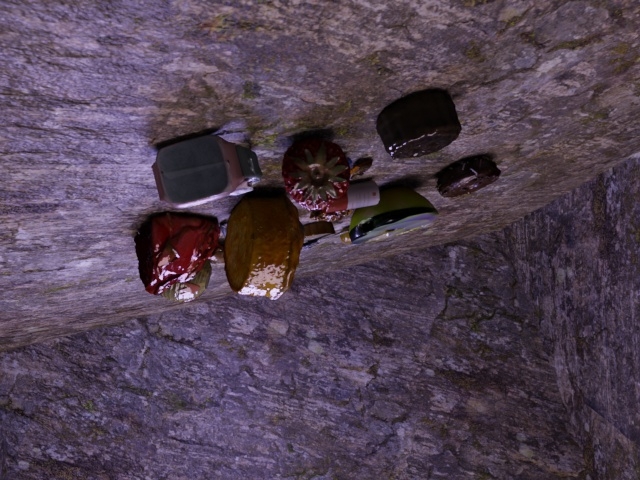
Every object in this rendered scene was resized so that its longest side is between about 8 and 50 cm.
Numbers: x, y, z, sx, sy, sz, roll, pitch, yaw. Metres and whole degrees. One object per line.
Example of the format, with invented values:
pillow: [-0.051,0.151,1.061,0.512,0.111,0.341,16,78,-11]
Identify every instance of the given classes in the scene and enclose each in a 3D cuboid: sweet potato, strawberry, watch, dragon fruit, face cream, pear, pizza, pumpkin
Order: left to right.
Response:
dragon fruit: [-0.472,0.043,1.769,0.329,0.228,0.286,-4,162,-35]
watch: [-0.282,-0.173,1.280,0.253,0.162,0.241,-13,-179,1]
sweet potato: [-0.447,0.058,2.177,0.124,0.098,0.310,7,168,-2]
strawberry: [-0.019,-0.191,1.419,0.205,0.205,0.244,-14,-169,-4]
pizza: [0.048,-0.116,2.062,0.193,0.069,0.154,-18,168,7]
face cream: [0.107,-0.165,1.855,0.214,0.096,0.096,-11,167,-18]
pumpkin: [0.135,-0.248,1.676,0.073,0.035,0.101,-22,169,-27]
pear: [0.295,-0.123,2.108,0.398,0.165,0.399,-14,168,-3]

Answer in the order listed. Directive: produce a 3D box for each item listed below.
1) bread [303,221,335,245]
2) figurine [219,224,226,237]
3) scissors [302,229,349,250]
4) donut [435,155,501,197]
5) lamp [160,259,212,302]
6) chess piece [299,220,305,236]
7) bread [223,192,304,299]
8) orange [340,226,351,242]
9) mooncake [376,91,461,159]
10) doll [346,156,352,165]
bread: [-0.045,-0.024,2.365,0.236,0.070,0.236,-15,167,-4]
figurine: [-0.343,-0.043,1.934,0.086,0.082,0.094,-28,-163,-16]
scissors: [0.000,0.000,2.322,0.299,0.022,0.109,-21,168,15]
donut: [0.609,-0.261,2.039,0.269,0.103,0.270,-15,170,-3]
lamp: [-0.583,0.117,1.983,0.284,0.250,0.250,18,164,-3]
chess piece: [-0.220,0.011,2.093,0.330,0.183,0.182,-25,166,17]
bread: [-0.206,0.028,1.757,0.215,0.399,0.398,5,160,-28]
orange: [0.146,-0.030,2.540,0.085,0.085,0.095,-2,157,-47]
mooncake: [0.274,-0.306,1.367,0.228,0.124,0.228,-15,169,-3]
doll: [0.054,-0.223,1.552,0.110,0.067,0.206,-40,-174,-12]
